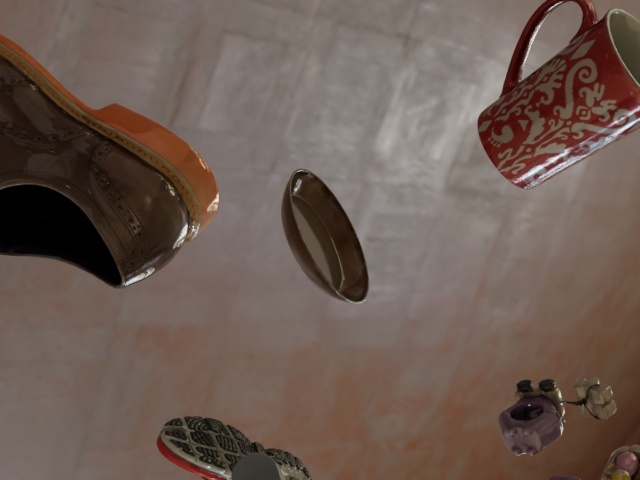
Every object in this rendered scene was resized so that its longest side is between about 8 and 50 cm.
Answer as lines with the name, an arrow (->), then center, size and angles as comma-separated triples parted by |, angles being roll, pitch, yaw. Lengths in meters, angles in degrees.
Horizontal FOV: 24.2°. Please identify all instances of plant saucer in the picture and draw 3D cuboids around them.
plant saucer -> 0.000, 0.000, 2.001 | 0.036, 0.198, 0.198 | -27, 153, 21

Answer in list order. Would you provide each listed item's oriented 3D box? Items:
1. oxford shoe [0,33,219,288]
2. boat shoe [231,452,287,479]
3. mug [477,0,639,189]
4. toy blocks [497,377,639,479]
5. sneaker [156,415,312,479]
oxford shoe -> -0.267, -0.074, 1.209 | 0.132, 0.364, 0.130 | -51, 155, -40
boat shoe -> -0.049, 0.342, 1.867 | 0.065, 0.183, 0.083 | -35, 126, -10
mug -> 0.241, -0.143, 1.439 | 0.113, 0.150, 0.169 | 26, 132, -36
toy blocks -> 0.359, 0.360, 1.812 | 0.260, 0.289, 0.309 | -47, 125, -54
sneaker -> -0.128, 0.339, 2.087 | 0.279, 0.107, 0.118 | 31, 111, -36
